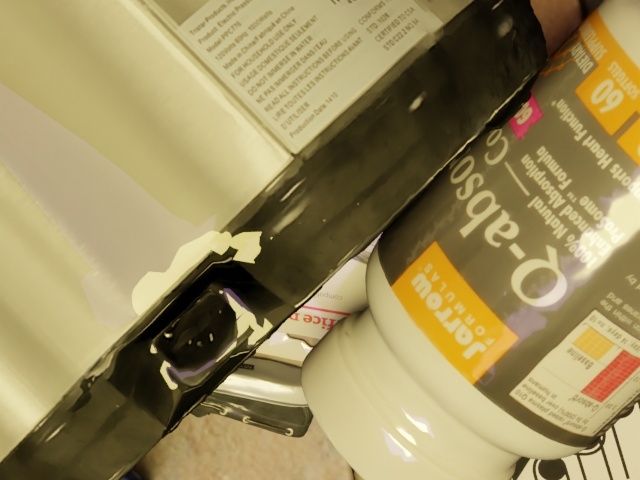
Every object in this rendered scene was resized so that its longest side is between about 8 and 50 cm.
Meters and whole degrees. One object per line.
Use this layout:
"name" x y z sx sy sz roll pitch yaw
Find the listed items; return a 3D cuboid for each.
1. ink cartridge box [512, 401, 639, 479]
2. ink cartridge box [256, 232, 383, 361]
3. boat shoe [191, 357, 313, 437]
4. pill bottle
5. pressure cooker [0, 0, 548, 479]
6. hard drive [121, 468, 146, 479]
"ink cartridge box" 0.176 0.080 1.040 0.097 0.046 0.207 29 109 0
"ink cartridge box" 0.000 0.000 1.040 0.104 0.060 0.180 9 108 7
"boat shoe" -0.071 0.092 1.088 0.142 0.049 0.040 12 108 4
"pill bottle" 0.126 0.015 0.924 0.162 0.162 0.278 41 109 -3
"pressure cooker" -0.148 -0.119 0.819 0.420 0.370 0.375 45 112 0
"hard drive" -0.228 0.065 1.027 0.319 0.210 0.040 41 82 -3
